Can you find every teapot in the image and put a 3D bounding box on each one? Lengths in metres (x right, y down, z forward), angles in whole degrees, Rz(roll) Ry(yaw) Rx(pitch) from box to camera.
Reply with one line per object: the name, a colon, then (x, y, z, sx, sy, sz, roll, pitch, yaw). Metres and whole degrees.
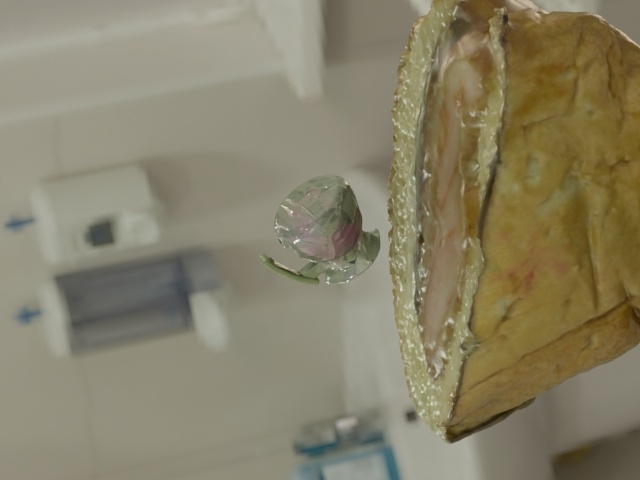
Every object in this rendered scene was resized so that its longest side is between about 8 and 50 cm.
teapot: (0.000, 0.000, 1.408, 0.064, 0.083, 0.064, 50, 177, -30)

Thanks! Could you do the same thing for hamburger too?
hamburger: (0.169, -0.022, 1.435, 0.162, 0.209, 0.330, -138, 49, -61)
